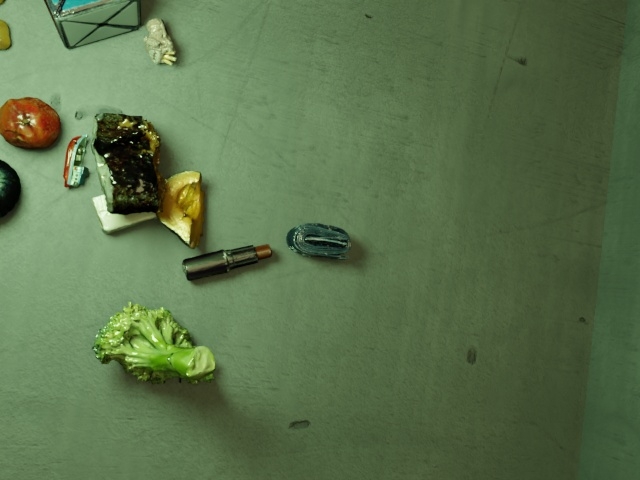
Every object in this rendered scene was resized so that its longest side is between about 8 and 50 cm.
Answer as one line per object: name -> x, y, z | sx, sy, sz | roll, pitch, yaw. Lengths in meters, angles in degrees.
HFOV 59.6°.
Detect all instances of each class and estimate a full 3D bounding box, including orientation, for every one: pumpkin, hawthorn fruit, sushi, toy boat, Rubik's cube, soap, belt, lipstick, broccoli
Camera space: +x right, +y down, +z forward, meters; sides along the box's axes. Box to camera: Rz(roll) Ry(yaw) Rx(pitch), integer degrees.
pumpkin -> -0.458, -0.090, 1.810 | 0.149, 0.130, 0.253 | 3, 73, -2
hawthorn fruit -> -0.862, -0.349, 1.642 | 0.174, 0.179, 0.173 | -1, 84, 7
sushi -> -0.569, -0.242, 1.666 | 0.208, 0.234, 0.348 | -7, 61, -23
toy boat -> -0.750, -0.246, 1.728 | 0.059, 0.069, 0.172 | 8, 86, -4
Rubik's cube -> -0.700, -0.762, 1.662 | 0.260, 0.255, 0.259 | -26, 97, -18
soap -> -0.616, -0.103, 1.773 | 0.183, 0.064, 0.121 | -20, 94, -19
belt -> 0.000, 0.000, 1.943 | 0.218, 0.128, 0.122 | 7, 86, -19
pumpkin -> -0.976, -0.153, 1.614 | 0.202, 0.140, 0.201 | 8, 69, -23
lipstick -> -0.308, 0.065, 1.863 | 0.300, 0.081, 0.081 | -15, 93, -17
broccoli -> -0.485, 0.319, 1.639 | 0.353, 0.397, 0.274 | 3, 86, -11

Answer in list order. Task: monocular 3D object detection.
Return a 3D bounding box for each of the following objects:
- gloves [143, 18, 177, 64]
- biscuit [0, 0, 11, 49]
gloves -> -0.523, -0.639, 1.804 | 0.094, 0.110, 0.144 | -11, 63, -11
biscuit -> -1.078, -0.674, 1.636 | 0.291, 0.062, 0.236 | -5, 89, -20
